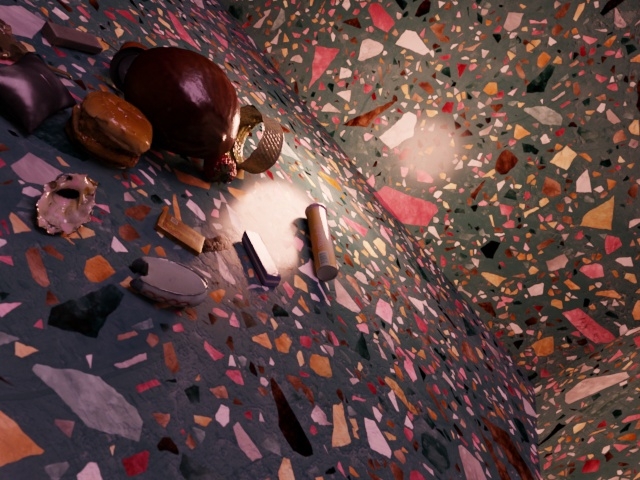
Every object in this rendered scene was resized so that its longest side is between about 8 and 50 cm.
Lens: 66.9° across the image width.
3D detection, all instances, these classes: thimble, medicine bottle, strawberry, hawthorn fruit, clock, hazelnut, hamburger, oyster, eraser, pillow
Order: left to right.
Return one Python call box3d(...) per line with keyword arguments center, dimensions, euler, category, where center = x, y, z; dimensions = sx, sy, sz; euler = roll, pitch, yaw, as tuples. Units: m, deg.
box3d(center=(-0.795, -0.411, 1.332), dimensions=(0.186, 0.106, 0.249), euler=(54, 21, -27), category="pillow")
box3d(center=(-0.632, -0.095, 1.192), dimensions=(0.133, 0.072, 0.208), euler=(36, 45, -43), category="oyster")
box3d(center=(-0.622, -0.339, 1.459), dimensions=(0.244, 0.163, 0.244), euler=(37, 25, -21), category="hamburger")
box3d(center=(-0.757, -0.712, 1.896), dimensions=(0.286, 0.165, 0.165), euler=(33, 13, 30), category="hawthorn fruit")
box3d(center=(-0.679, -0.617, 1.784), dimensions=(0.185, 0.184, 0.040), euler=(33, 1, -34), category="clock")
box3d(center=(-0.464, -0.463, 1.682), dimensions=(0.420, 0.353, 0.421), euler=(60, 0, 0), category="hazelnut")
box3d(center=(-0.386, -0.286, 1.860), dimensions=(0.131, 0.131, 0.148), euler=(31, 36, -36), category="strawberry")
box3d(center=(-0.295, -0.423, 2.053), dimensions=(0.150, 0.271, 0.270), euler=(20, 36, -52), category="thimble")
box3d(center=(-0.212, 0.064, 1.727), dimensions=(0.082, 0.036, 0.225), euler=(15, 39, -56), category="eraser")
box3d(center=(0.000, 0.000, 2.137), dimensions=(0.108, 0.108, 0.425), euler=(35, 28, -31), category="medicine bottle")

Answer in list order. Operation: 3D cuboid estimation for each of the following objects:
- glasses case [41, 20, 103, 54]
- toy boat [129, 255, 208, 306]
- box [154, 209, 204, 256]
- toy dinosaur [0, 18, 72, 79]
box3d(center=(-0.886, -0.720, 1.737), dimensions=(0.070, 0.047, 0.205), euler=(55, 23, 5), category="glasses case")
box3d(center=(-0.399, 0.119, 1.277), dimensions=(0.208, 0.078, 0.134), euler=(20, 27, -31), category="toy boat")
box3d(center=(-0.430, -0.022, 1.487), dimensions=(0.156, 0.022, 0.089), euler=(37, 24, -26), category="box")
box3d(center=(-0.893, -0.572, 1.465), dimensions=(0.251, 0.072, 0.199), euler=(29, 20, -21), category="toy dinosaur")
